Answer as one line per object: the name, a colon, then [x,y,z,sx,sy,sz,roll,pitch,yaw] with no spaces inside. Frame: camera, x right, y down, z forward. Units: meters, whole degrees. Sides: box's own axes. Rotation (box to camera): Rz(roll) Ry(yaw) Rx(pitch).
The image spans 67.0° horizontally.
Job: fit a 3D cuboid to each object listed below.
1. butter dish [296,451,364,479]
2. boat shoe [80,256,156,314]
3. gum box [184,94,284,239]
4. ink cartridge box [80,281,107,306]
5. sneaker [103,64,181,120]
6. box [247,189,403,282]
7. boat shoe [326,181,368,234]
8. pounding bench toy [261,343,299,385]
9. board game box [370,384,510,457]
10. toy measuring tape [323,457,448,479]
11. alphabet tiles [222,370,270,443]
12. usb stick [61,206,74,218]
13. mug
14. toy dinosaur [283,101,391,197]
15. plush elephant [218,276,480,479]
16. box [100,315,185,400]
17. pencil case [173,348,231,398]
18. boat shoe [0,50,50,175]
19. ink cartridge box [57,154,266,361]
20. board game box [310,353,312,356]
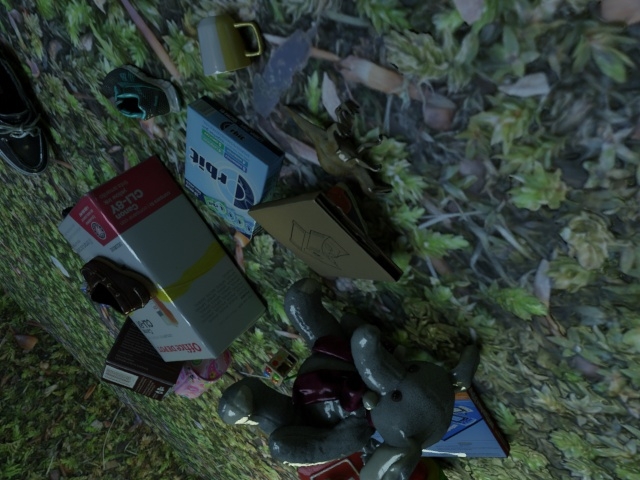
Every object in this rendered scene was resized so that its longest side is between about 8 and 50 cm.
butter dish: [0.051,0.526,1.127,0.160,0.118,0.160,-33,99,11]
boat shoe: [-0.398,0.085,0.903,0.207,0.073,0.073,10,131,38]
gum box: [-0.145,-0.108,0.765,0.157,0.041,0.184,38,144,10]
ink cartridge box: [-0.514,0.131,1.275,0.207,0.046,0.097,-4,140,20]
sneaker: [-0.303,-0.233,0.772,0.166,0.076,0.065,22,137,30]
box: [0.000,0.000,0.678,0.164,0.021,0.201,43,158,-23]
boat shoe: [0.043,-0.021,0.660,0.049,0.043,0.137,12,149,38]
pounding bench toy: [-0.078,0.285,1.055,0.083,0.065,0.052,37,143,12]
board game box: [0.162,0.317,0.840,0.281,0.027,0.145,-21,110,40]
toy measuring tape: [0.148,0.489,0.979,0.330,0.121,0.121,-16,112,45]
alphabet tiles: [-0.168,0.516,1.412,0.285,0.011,0.342,26,140,24]
usb stick: [-0.650,0.025,1.387,0.077,0.045,0.278,12,132,37]
mug: [-0.116,-0.247,0.604,0.062,0.078,0.064,-133,27,-63]
toy dinosaur: [0.016,-0.118,0.588,0.183,0.053,0.092,43,145,4]
plush elephant: [0.068,0.212,0.684,0.330,0.272,0.255,47,138,-7]
box: [-0.417,0.261,1.203,0.167,0.203,0.168,25,143,-13]
pencil case: [-0.340,0.359,1.340,0.124,0.124,0.284,46,145,0]
boat shoe: [-0.682,-0.274,1.078,0.105,0.113,0.306,34,136,39]
ink cartridge box: [-0.332,0.059,1.007,0.279,0.160,0.385,-19,110,50]
board game box: [0.030,0.326,1.003,0.141,0.048,0.170,26,139,22]
